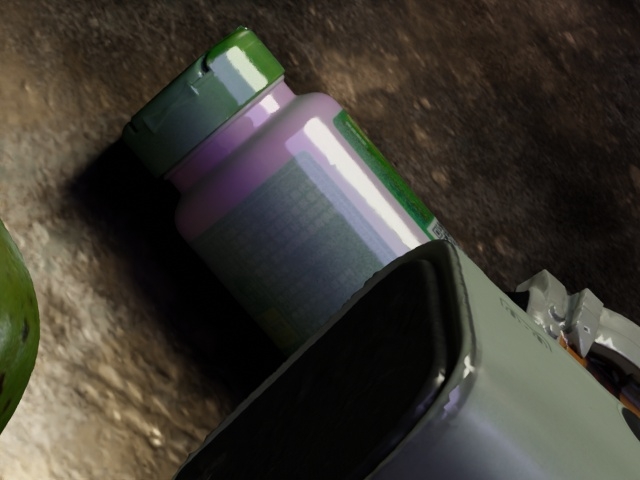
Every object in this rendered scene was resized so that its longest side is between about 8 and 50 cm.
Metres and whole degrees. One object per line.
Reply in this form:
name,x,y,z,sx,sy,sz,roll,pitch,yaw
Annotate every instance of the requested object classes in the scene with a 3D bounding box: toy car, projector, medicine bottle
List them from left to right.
medicine bottle,0.000,0.000,1.236,0.274,0.133,0.133,50,33,-5
projector,0.067,0.183,1.007,0.249,0.248,0.248,43,14,-13
toy car,0.165,0.165,1.301,0.193,0.118,0.301,43,35,-17

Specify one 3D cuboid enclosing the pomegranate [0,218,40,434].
pomegranate,-0.243,0.052,0.868,0.211,0.263,0.211,33,-9,6
